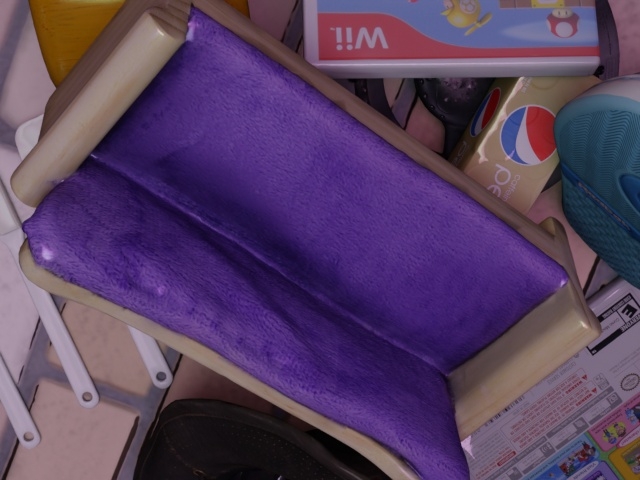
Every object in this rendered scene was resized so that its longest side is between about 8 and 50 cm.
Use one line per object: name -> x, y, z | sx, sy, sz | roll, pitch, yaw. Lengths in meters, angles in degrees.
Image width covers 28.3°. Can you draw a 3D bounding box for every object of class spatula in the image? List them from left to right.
spatula -> -0.223, 0.035, 1.006 | 0.168, 0.019, 0.242 | -24, 100, 1

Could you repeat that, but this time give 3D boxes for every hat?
hat -> 0.009, 0.221, 0.959 | 0.134, 0.331, 0.331 | -34, 102, -36

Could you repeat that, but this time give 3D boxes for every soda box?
soda box -> 0.133, -0.057, 0.945 | 0.061, 0.058, 0.181 | 27, 102, -13

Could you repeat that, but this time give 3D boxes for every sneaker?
sneaker -> 0.272, -0.090, 0.877 | 0.208, 0.319, 0.127 | -42, 77, -3

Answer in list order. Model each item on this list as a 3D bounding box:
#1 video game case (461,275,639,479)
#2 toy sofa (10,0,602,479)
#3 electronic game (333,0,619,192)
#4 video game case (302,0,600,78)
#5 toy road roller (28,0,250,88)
video game case -> 0.226, 0.161, 1.044 | 0.212, 0.023, 0.193 | -38, 99, 3
toy sofa -> 0.000, 0.000, 0.800 | 0.363, 0.177, 0.150 | 33, 119, -24
electronic game -> 0.117, -0.131, 0.976 | 0.229, 0.048, 0.229 | -1, 108, -4
video game case -> 0.087, -0.252, 0.908 | 0.204, 0.025, 0.285 | -1, 75, -2
toy road roller -> -0.125, -0.233, 0.813 | 0.203, 0.329, 0.240 | -9, 78, -1
